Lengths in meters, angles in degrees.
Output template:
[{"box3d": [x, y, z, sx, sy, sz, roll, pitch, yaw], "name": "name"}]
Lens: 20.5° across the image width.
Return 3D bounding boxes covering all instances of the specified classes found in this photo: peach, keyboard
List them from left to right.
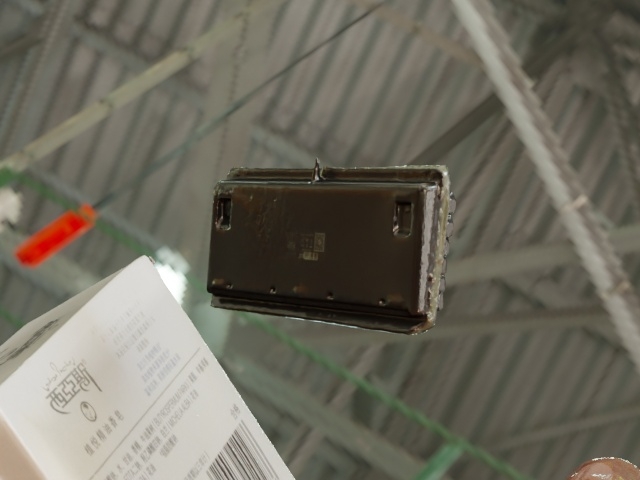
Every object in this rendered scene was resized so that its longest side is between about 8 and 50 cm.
[{"box3d": [0.000, 0.000, 1.005, 0.230, 0.025, 0.094, 5, -92, 57], "name": "keyboard"}, {"box3d": [0.230, 0.214, 1.433, 0.083, 0.083, 0.083, 19, -53, 27], "name": "peach"}]

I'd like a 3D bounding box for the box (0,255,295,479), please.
[{"box3d": [-0.143, 0.155, 1.146, 0.116, 0.274, 0.203, -31, -82, 20], "name": "box"}]
